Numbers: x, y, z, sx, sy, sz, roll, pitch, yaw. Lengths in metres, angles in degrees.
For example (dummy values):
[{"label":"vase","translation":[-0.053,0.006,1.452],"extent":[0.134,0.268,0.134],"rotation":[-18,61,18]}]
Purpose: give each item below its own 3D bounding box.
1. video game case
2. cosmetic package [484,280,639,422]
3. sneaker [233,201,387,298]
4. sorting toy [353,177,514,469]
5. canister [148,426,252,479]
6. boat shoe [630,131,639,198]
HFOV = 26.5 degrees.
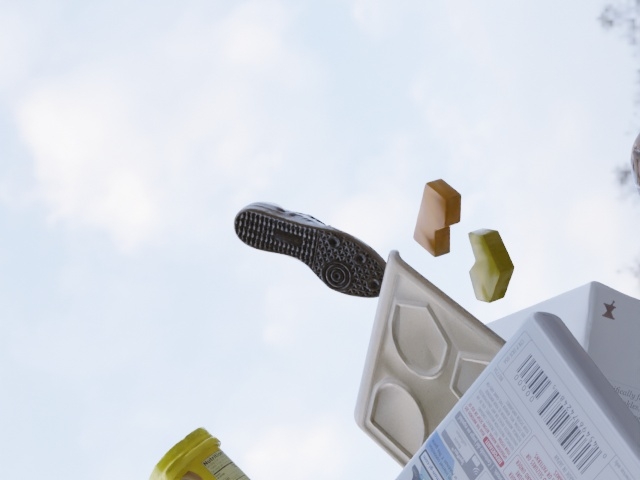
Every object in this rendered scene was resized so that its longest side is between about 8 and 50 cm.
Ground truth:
[{"label":"video game case","translation":[0.160,0.269,0.982],"extent":[0.036,0.329,0.300],"rotation":[11,-55,-41]},{"label":"cosmetic package","translation":[0.288,0.185,1.572],"extent":[0.217,0.385,0.156],"rotation":[19,-110,-16]},{"label":"sneaker","translation":[0.000,0.000,1.493],"extent":[0.071,0.188,0.066],"rotation":[-39,-28,-63]},{"label":"sorting toy","translation":[0.127,0.109,1.226],"extent":[0.041,0.229,0.307],"rotation":[-17,-47,-33]},{"label":"canister","translation":[-0.086,0.276,1.293],"extent":[0.073,0.170,0.126],"rotation":[-34,-20,-39]},{"label":"boat shoe","translation":[0.372,-0.102,1.006],"extent":[0.123,0.342,0.123],"rotation":[-10,-107,-25]}]
